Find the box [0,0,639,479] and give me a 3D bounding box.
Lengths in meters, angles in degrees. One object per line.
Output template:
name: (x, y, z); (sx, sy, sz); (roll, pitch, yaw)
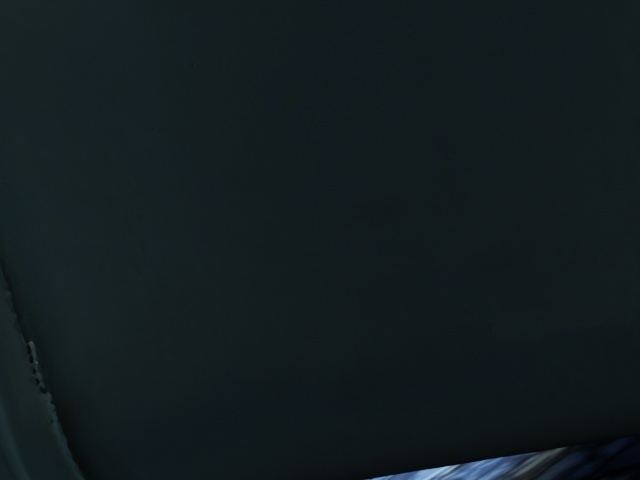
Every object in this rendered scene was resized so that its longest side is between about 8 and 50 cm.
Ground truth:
box: (0.117, -0.068, 0.497); (0.343, 0.177, 0.352); (-11, 9, 27)
